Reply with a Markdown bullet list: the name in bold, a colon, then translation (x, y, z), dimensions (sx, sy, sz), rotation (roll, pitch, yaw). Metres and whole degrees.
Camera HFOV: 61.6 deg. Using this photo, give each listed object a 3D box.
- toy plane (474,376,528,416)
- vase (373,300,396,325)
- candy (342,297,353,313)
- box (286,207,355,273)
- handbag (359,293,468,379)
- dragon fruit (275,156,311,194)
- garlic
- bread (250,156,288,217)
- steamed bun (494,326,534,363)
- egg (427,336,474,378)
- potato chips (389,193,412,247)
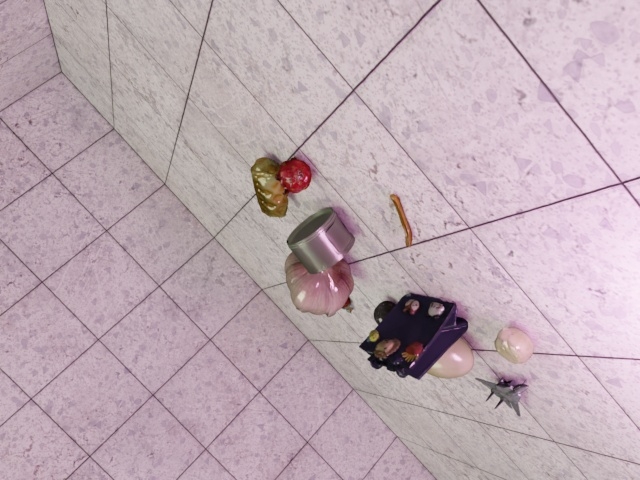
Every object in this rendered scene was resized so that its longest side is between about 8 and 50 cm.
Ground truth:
- **toy plane**: translation (0.695, 0.541, 1.949), dimensions (0.212, 0.088, 0.267), rotation (41, 151, 11)
- **vase**: translation (0.312, 0.310, 2.227), dimensions (0.182, 0.120, 0.120), rotation (-5, 129, 42)
- **candy**: translation (0.083, 0.261, 2.624), dimensions (0.292, 0.059, 0.086), rotation (56, 158, -23)
- **box**: translation (0.000, 0.000, 2.057), dimensions (0.149, 0.226, 0.226), rotation (52, 159, -18)
- **handbag**: translation (0.325, 0.339, 1.927), dimensions (0.122, 0.329, 0.303), rotation (57, 157, -18)
- **dragon fruit**: translation (-0.094, -0.237, 1.954), dimensions (0.166, 0.136, 0.133), rotation (18, -124, -78)
- **garlic**: translation (-0.005, 0.160, 2.284), dimensions (0.241, 0.322, 0.322), rotation (-27, 108, 40)
- **bread**: translation (-0.205, -0.221, 2.183), dimensions (0.152, 0.130, 0.268), rotation (39, 158, 29)
- **steamed bun**: translation (0.612, 0.325, 1.680), dimensions (0.112, 0.091, 0.130), rotation (32, 159, 43)
- **egg**: translation (0.457, 0.421, 2.022), dimensions (0.253, 0.189, 0.189), rotation (16, 145, 40)
- **potato chips**: translation (0.261, -0.067, 1.712), dimensions (0.026, 0.037, 0.204), rotation (11, 136, 41)
